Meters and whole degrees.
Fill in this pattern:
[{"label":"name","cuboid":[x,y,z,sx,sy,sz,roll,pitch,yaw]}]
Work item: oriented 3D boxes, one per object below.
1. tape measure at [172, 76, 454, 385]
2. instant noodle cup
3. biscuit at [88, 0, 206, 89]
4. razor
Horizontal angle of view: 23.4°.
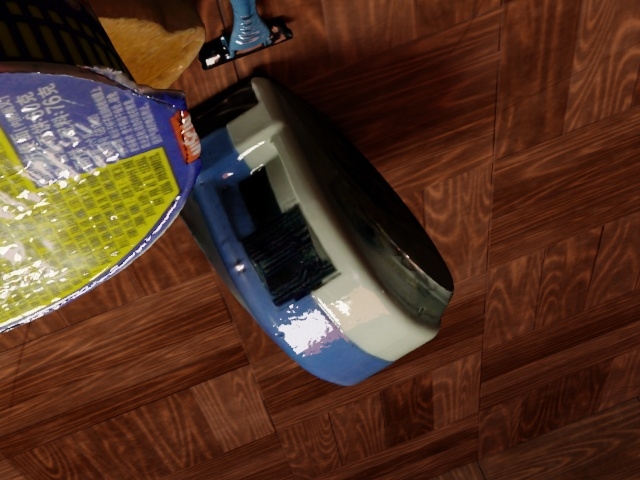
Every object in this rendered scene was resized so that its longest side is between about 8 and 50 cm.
[{"label":"tape measure","cuboid":[0.000,-0.002,1.414,0.138,0.262,0.259,-40,155,13]},{"label":"instant noodle cup","cuboid":[-0.247,-0.128,0.802,0.284,0.312,0.284,-21,157,-9]},{"label":"biscuit","cuboid":[-0.240,-0.093,1.130,0.287,0.057,0.343,-40,170,25]},{"label":"razor","cuboid":[-0.062,-0.199,1.172,0.082,0.042,0.253,-20,157,-6]}]
